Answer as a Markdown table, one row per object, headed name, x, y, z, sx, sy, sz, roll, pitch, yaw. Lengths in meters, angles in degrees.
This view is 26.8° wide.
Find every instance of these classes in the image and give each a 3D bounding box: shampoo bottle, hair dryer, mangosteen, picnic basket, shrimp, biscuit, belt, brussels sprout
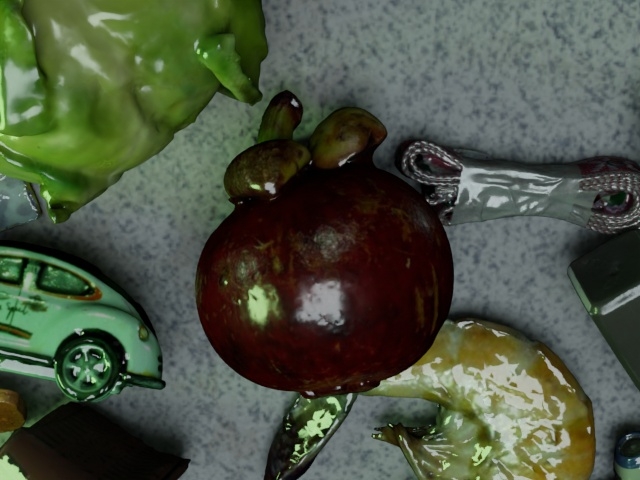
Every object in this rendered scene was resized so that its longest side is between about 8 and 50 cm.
| name | x | y | z | sx | sy | sz | roll | pitch | yaw |
| --- | --- | --- | --- | --- | --- | --- | --- | --- | --- |
| shampoo bottle | 0.313 | 0.103 | 1.207 | 0.079 | 0.080 | 0.246 | -31 | 123 | 12 |
| hair dryer | 0.284 | 0.283 | 1.316 | 0.199 | 0.067 | 0.167 | -36 | 116 | 21 |
| mangosteen | 0.000 | 0.000 | 1.109 | 0.215 | 0.215 | 0.257 | -8 | 85 | -1 |
| picnic basket | -0.263 | 0.270 | 1.203 | 0.129 | 0.222 | 0.297 | 43 | 104 | 5 |
| shrimp | 0.049 | 0.245 | 1.264 | 0.445 | 0.085 | 0.272 | -42 | 100 | 15 |
| biscuit | -0.328 | 0.146 | 1.205 | 0.130 | 0.019 | 0.102 | 9 | 149 | -13 |
| belt | 0.179 | -0.045 | 1.173 | 0.232 | 0.053 | 0.071 | 7 | 112 | -7 |
| brussels sprout | -0.185 | -0.165 | 1.014 | 0.294 | 0.227 | 0.259 | 38 | 90 | -9 |

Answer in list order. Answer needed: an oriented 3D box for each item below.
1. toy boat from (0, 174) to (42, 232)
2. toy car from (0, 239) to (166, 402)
| name | x | y | z | sx | sy | sz | roll | pitch | yaw |
| --- | --- | --- | --- | --- | --- | --- | --- | --- | --- |
| toy boat | -0.304 | -0.030 | 1.165 | 0.115 | 0.016 | 0.063 | -17 | 112 | 4 |
| toy car | -0.274 | 0.060 | 1.142 | 0.306 | 0.136 | 0.125 | 14 | 81 | -5 |
